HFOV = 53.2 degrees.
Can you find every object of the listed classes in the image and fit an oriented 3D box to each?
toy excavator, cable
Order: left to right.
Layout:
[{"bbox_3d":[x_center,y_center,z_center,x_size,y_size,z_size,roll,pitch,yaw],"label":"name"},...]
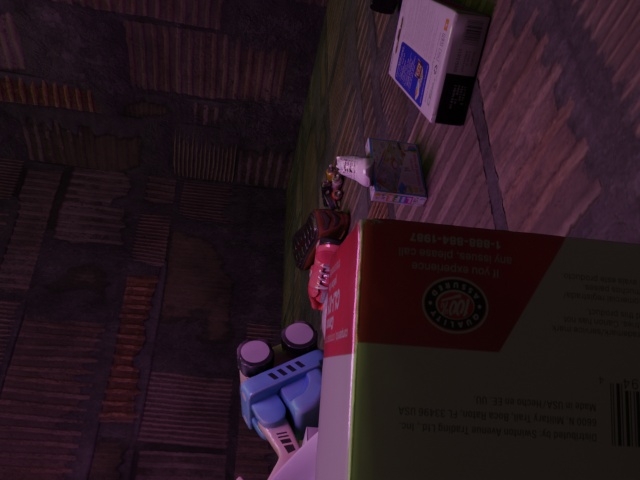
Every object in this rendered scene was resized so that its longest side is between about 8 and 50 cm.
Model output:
[{"bbox_3d":[-0.100,0.485,1.718,0.445,0.432,0.222,47,146,40],"label":"toy excavator"},{"bbox_3d":[0.043,-0.150,2.166,0.287,0.072,0.140,79,178,-78],"label":"cable"}]

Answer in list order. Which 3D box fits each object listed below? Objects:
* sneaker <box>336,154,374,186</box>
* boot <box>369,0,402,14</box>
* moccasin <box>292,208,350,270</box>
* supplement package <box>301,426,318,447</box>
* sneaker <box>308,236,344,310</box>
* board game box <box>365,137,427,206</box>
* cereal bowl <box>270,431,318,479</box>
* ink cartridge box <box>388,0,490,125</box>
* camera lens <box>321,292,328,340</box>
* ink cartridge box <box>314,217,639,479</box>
[{"bbox_3d":[0.065,-0.135,1.210,0.152,0.061,0.054,-129,48,-76],"label":"sneaker"},{"bbox_3d":[0.198,-0.672,1.437,0.264,0.096,0.281,-91,15,-81],"label":"boot"},{"bbox_3d":[-0.001,-0.003,2.043,0.380,0.147,0.139,119,141,-60],"label":"moccasin"},{"bbox_3d":[0.021,0.576,1.411,0.204,0.145,0.262,-96,15,-53],"label":"supplement package"},{"bbox_3d":[0.028,0.100,1.754,0.314,0.115,0.136,105,176,-62],"label":"sneaker"},{"bbox_3d":[0.144,-0.134,1.235,0.026,0.103,0.154,105,168,-47],"label":"board game box"},{"bbox_3d":[0.031,0.437,1.141,0.339,0.141,0.339,-41,-3,-3],"label":"cereal bowl"},{"bbox_3d":[0.199,-0.346,1.161,0.371,0.069,0.176,-106,23,-62],"label":"ink cartridge box"},{"bbox_3d":[0.121,0.144,0.810,0.274,0.219,0.219,-107,25,-69],"label":"camera lens"},{"bbox_3d":[0.137,0.197,0.465,0.160,0.279,0.385,128,147,-75],"label":"ink cartridge box"}]
